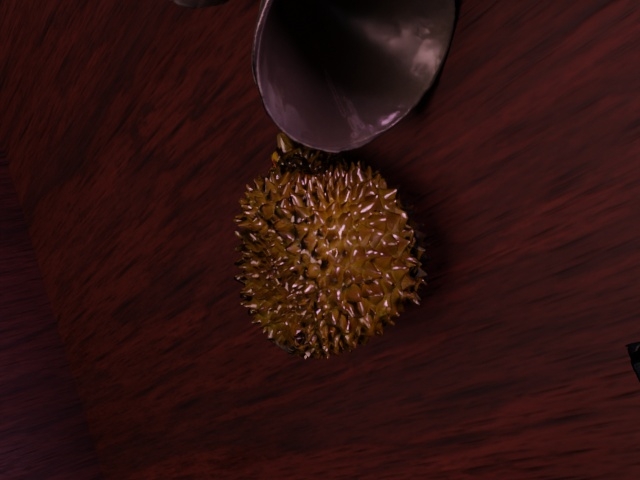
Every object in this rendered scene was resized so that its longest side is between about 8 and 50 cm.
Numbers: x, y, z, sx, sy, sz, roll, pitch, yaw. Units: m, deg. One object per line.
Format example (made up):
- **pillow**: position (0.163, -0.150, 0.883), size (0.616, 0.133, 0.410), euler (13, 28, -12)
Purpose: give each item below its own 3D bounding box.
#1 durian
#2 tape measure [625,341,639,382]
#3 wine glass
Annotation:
- **durian**: position (0.002, 0.009, 0.946), size (0.293, 0.258, 0.258), euler (53, 137, 42)
- **tape measure**: position (0.373, 0.144, 0.613), size (0.199, 0.112, 0.186), euler (-39, 62, 55)
- **wine glass**: position (-0.056, -0.321, 0.911), size (0.406, 0.267, 0.267), euler (48, 133, 39)
